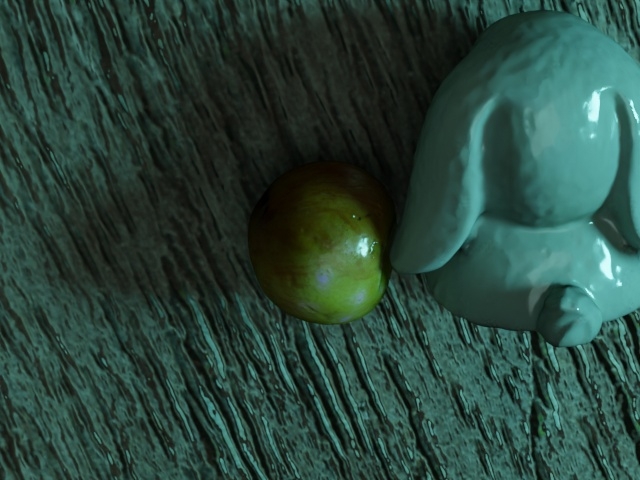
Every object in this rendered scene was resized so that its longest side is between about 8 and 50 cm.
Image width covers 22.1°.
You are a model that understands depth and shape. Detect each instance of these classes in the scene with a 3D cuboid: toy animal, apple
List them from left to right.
[{"bbox_3d":[0.000,0.000,1.458,0.147,0.146,0.146,0,115,0],"label":"apple"},{"bbox_3d":[0.194,-0.064,1.395,0.272,0.206,0.265,0,119,2],"label":"toy animal"}]
